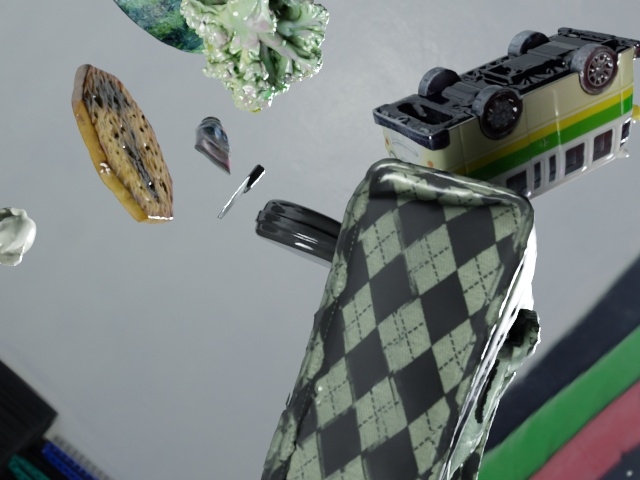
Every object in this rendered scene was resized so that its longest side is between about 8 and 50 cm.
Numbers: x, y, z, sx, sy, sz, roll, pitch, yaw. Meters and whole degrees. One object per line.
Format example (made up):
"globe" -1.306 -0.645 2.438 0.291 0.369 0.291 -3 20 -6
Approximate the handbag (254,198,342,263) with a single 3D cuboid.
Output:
"handbag" 0.000 -0.001 1.597 0.253 0.308 0.093 17 -97 41

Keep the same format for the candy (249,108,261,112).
"candy" -0.115 -0.309 1.558 0.035 0.035 0.123 -34 -170 46

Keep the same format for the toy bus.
"toy bus" 0.234 -0.137 0.909 0.305 0.179 0.143 -25 -148 -16

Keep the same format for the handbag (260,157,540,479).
"handbag" 0.110 0.144 0.722 0.416 0.180 0.317 43 63 -68

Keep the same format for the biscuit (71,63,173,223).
"biscuit" -0.398 -0.190 1.495 0.046 0.359 0.359 -21 -171 9

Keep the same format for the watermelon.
"watermelon" -0.305 -0.591 1.592 0.283 0.292 0.250 -45 179 20

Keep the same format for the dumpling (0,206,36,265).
"dumpling" -0.856 -0.019 2.003 0.092 0.150 0.176 6 -114 37

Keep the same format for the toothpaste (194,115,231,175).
"toothpaste" -0.236 -0.213 1.595 0.061 0.096 0.266 -47 -158 12

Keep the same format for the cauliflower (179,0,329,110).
"cauliflower" -0.120 -0.370 1.250 0.239 0.256 0.315 -50 176 -8

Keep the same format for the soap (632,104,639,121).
"soap" 0.581 -0.279 1.615 0.092 0.252 0.037 163 -72 -75

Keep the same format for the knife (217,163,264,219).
"knife" -0.185 -0.116 1.684 0.230 0.028 0.060 -57 177 -46
